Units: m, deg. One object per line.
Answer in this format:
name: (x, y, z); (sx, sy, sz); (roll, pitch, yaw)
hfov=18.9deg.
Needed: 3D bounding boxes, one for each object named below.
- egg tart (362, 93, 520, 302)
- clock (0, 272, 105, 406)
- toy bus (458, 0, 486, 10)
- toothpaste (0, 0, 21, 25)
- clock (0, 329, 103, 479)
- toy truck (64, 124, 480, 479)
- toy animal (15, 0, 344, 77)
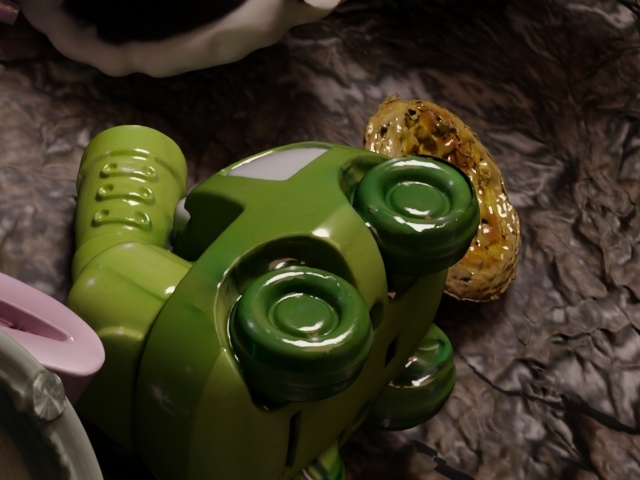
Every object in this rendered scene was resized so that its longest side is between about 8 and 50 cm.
egg tart: (0.059, -0.017, 1.052); (0.128, 0.049, 0.129); (33, 42, -35)
clock: (-0.238, 0.040, 0.783); (0.290, 0.080, 0.275); (18, 45, -18)
toy bus: (0.022, -0.223, 1.215); (0.234, 0.073, 0.096); (19, 53, -19)
toothpaste: (-0.237, -0.152, 1.001); (0.170, 0.028, 0.045); (24, 31, -9)
clock: (-0.164, 0.138, 0.698); (0.236, 0.053, 0.237); (2, 87, -55)
toy truck: (-0.042, 0.033, 0.885); (0.210, 0.148, 0.187); (16, 43, 9)
toy animal: (-0.083, -0.197, 1.049); (0.208, 0.156, 0.204); (58, 38, -13)
